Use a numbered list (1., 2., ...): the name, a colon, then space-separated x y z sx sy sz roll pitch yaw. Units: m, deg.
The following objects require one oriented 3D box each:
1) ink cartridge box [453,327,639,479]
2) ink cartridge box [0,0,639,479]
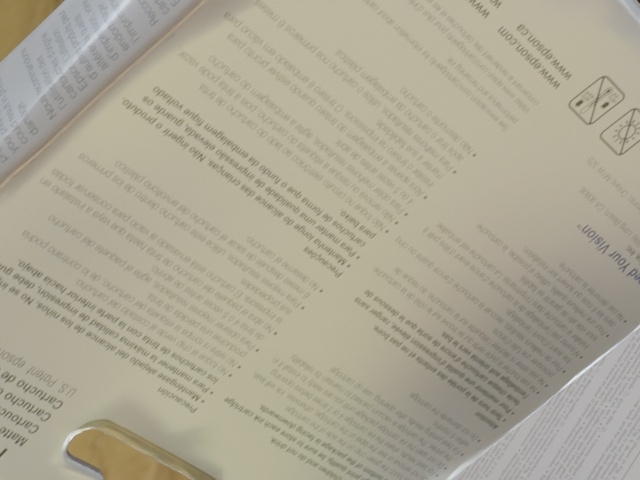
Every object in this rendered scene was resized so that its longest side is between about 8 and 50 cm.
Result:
1. ink cartridge box: 0.155 0.082 0.864 0.056 0.224 0.181 36 -95 -29
2. ink cartridge box: 0.000 0.000 0.531 0.224 0.045 0.223 -42 -44 10
